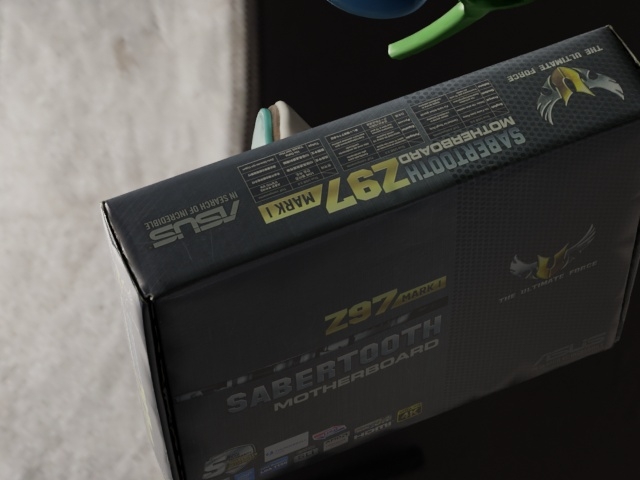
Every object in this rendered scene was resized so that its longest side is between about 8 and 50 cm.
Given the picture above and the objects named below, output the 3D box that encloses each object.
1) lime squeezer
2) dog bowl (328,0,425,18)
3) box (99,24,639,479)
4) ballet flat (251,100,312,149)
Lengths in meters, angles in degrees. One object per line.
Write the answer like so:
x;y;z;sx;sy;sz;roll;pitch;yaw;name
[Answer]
0.123;-0.211;1.232;0.059;0.310;0.110;-10;53;-37;lime squeezer
0.064;-0.354;1.983;0.166;0.297;0.074;11;62;4;dog bowl
0.029;0.017;0.778;0.232;0.183;0.059;-20;56;-13;box
0.000;0.000;1.610;0.139;0.139;0.400;-22;27;10;ballet flat
